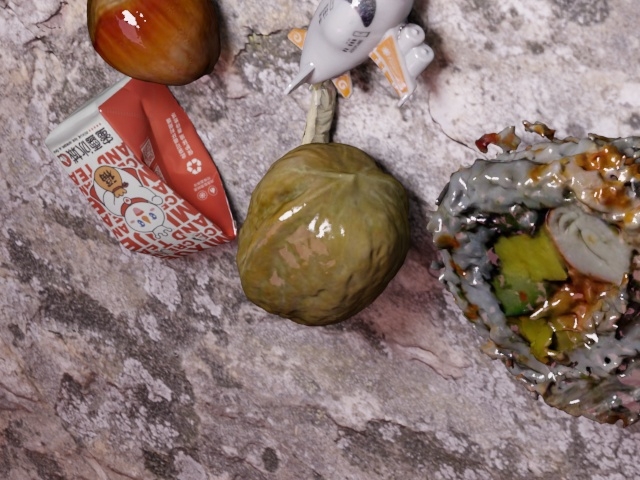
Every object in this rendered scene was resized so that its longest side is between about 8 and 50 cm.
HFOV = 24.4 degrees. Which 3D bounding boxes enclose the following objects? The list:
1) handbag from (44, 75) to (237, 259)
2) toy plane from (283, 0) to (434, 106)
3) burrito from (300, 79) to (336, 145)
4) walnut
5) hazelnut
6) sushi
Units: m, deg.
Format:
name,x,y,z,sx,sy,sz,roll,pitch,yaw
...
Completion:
name,x,y,z,sx,sy,sz,roll,pitch,yaw
handbag,-0.261,-0.098,2.278,0.171,0.151,0.298,-24,107,44
toy plane,0.035,-0.274,1.891,0.244,0.117,0.245,25,135,28
burrito,-0.004,-0.153,2.084,0.185,0.041,0.045,103,159,-45
walnut,0.000,0.000,2.049,0.227,0.283,0.283,59,147,28
hazelnut,-0.229,-0.315,2.065,0.210,0.210,0.186,14,106,34
sushi,0.309,0.036,1.840,0.417,0.176,0.417,24,135,27
